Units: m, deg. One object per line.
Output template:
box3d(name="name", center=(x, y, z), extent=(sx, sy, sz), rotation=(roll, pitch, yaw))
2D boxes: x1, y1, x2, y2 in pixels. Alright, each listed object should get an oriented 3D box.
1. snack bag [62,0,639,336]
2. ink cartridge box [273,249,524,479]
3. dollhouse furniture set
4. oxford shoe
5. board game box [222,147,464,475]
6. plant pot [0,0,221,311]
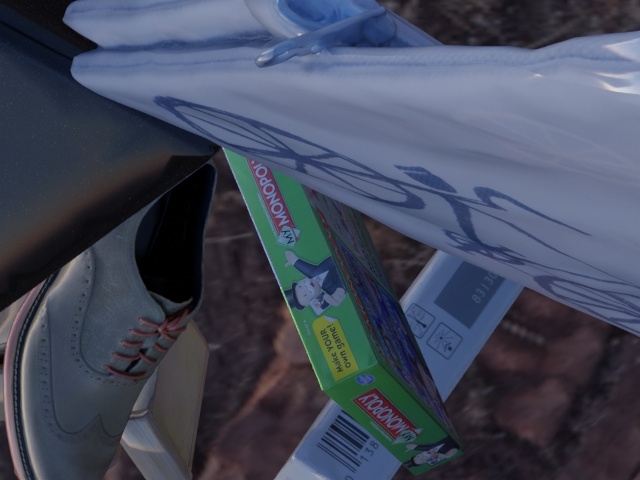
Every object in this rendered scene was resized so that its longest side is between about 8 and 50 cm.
box3d(name="snack bag", center=(0.115, 0.000, 0.560), extent=(0.342, 0.323, 0.037), rotation=(10, 77, 64))
box3d(name="ink cartridge box", center=(0.060, 0.147, 1.892), extent=(0.091, 0.385, 0.308), rotation=(36, 70, 0))
box3d(name="dollhouse furniture set", center=(-0.244, 0.154, 1.865), extent=(0.242, 0.161, 0.212), rotation=(-11, 136, 18))
box3d(name="oxford shoe", center=(-0.176, 0.071, 1.644), extent=(0.130, 0.123, 0.348), rotation=(22, 104, 42))
box3d(name="board game box", center=(0.000, 0.000, 1.424), extent=(0.046, 0.213, 0.317), rotation=(-28, 61, 9))
box3d(name="plant pot", center=(-0.164, -0.102, 0.877), extent=(0.187, 0.167, 0.188), rotation=(-34, 44, 35))
